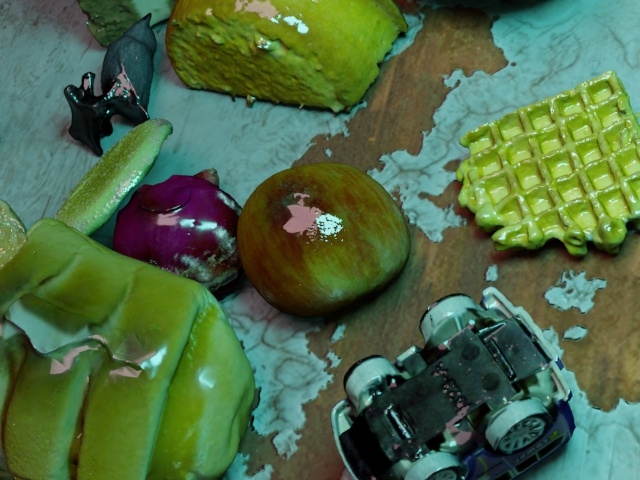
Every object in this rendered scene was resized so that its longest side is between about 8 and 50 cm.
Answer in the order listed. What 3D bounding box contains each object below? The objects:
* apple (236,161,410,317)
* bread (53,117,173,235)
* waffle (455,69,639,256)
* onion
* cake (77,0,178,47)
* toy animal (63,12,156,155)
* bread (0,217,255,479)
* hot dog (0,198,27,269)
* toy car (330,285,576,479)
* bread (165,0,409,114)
[{"bbox_3d":[0.000,0.000,1.643,0.195,0.160,0.173,-28,71,12],"label":"apple"},{"bbox_3d":[-0.273,-0.072,1.807,0.228,0.033,0.228,-43,19,18],"label":"bread"},{"bbox_3d":[0.272,-0.063,1.612,0.229,0.057,0.219,-24,51,8],"label":"waffle"},{"bbox_3d":[-0.168,-0.030,1.738,0.173,0.135,0.198,-5,52,15],"label":"onion"},{"bbox_3d":[-0.254,-0.481,2.025,0.290,0.255,0.282,-23,49,2],"label":"cake"},{"bbox_3d":[-0.257,-0.222,1.946,0.117,0.121,0.210,23,61,14],"label":"toy animal"},{"bbox_3d":[-0.246,0.153,1.573,0.341,0.210,0.300,26,76,20],"label":"bread"},{"bbox_3d":[-0.382,0.043,1.821,0.084,0.073,0.242,-40,55,-6],"label":"hot dog"},{"bbox_3d":[0.139,0.181,1.433,0.235,0.158,0.172,-34,49,1],"label":"toy car"},{"bbox_3d":[-0.074,-0.300,1.857,0.340,0.179,0.194,12,64,31],"label":"bread"}]
